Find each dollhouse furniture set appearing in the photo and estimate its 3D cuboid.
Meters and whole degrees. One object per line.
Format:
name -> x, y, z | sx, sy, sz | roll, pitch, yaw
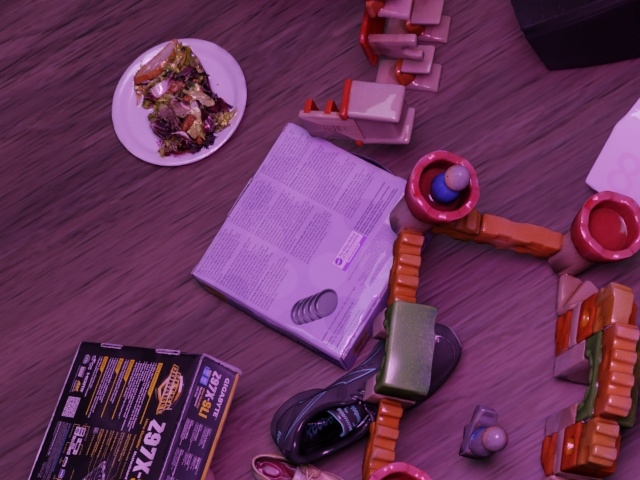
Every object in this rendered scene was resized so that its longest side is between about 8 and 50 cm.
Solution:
dollhouse furniture set -> 0.067, -0.262, 1.952 | 0.135, 0.262, 0.259 | 6, 72, 18

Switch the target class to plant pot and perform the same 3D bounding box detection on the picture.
plant pot -> 0.339, -0.331, 1.966 | 0.167, 0.188, 0.187 | -24, 66, 16

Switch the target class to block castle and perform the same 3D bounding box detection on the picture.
block castle -> 0.211, 0.145, 1.729 | 0.303, 0.213, 0.453 | 13, 71, -9

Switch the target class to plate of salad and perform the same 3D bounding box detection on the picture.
plate of salad -> -0.202, -0.200, 2.103 | 0.199, 0.048, 0.200 | -4, 68, 10

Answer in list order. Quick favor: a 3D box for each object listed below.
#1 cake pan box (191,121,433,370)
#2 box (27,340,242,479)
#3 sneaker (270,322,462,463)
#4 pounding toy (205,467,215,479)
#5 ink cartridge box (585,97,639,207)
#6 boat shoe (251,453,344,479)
cake pan box -> 0.000, 0.000, 1.970 | 0.245, 0.070, 0.267 | 27, 77, 18
box -> -0.253, 0.290, 1.848 | 0.257, 0.079, 0.322 | 1, 66, 44
sneaker -> 0.063, 0.199, 1.846 | 0.267, 0.106, 0.101 | -34, 100, 3
pounding toy -> -0.149, 0.396, 1.826 | 0.183, 0.110, 0.237 | 18, 75, 18
ink cartridge box -> 0.460, -0.115, 1.844 | 0.189, 0.232, 0.066 | 39, 38, 23
boat shoe -> -0.027, 0.302, 1.870 | 0.135, 0.045, 0.050 | 13, 73, 17
